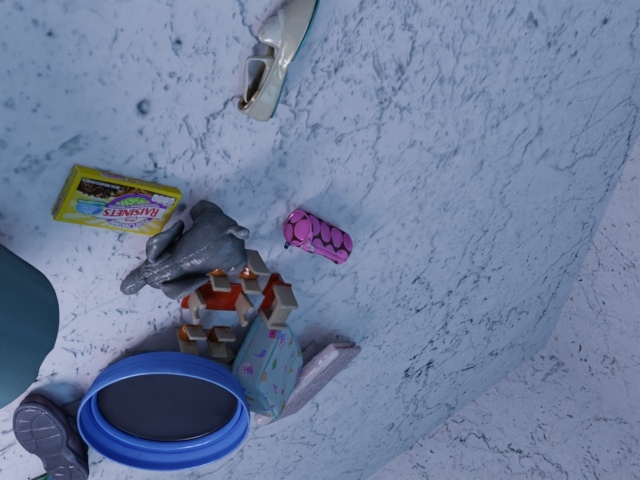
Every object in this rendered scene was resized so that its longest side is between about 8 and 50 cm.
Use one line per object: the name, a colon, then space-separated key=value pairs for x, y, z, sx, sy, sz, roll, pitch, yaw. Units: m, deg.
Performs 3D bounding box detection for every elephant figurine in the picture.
elephant figurine: x=-0.268 y=0.042 z=1.096 sx=0.239 sy=0.169 sz=0.186 roll=-30 pitch=146 yaw=-21

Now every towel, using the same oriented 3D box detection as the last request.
towel: x=-0.029 y=0.439 z=1.790 sx=0.332 sy=0.053 sz=0.317 roll=-46 pitch=162 yaw=7

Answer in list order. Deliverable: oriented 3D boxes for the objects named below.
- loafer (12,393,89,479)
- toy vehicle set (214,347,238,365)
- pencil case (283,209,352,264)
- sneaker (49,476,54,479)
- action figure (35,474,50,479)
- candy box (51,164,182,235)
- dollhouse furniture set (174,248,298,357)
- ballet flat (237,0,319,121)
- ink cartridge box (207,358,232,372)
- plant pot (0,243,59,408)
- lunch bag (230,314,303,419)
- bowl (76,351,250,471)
loafer: x=-0.601 y=0.437 z=1.288 sx=0.109 sy=0.095 sz=0.302 roll=-7 pitch=127 yaw=-1
toy vehicle set: x=-0.251 y=0.409 z=1.623 sx=0.166 sy=0.035 sz=0.267 roll=-41 pitch=145 yaw=-1
pencil case: x=0.000 y=0.000 z=1.373 sx=0.095 sy=0.098 sz=0.209 roll=-52 pitch=145 yaw=13
sneaker: x=-0.631 y=0.606 z=1.375 sx=0.069 sy=0.082 sz=0.209 roll=47 pitch=64 yaw=-36
action figure: x=-0.741 y=0.656 z=1.391 sx=0.232 sy=0.063 sz=0.137 roll=-19 pitch=129 yaw=-34
candy box: x=-0.359 y=-0.065 z=1.019 sx=0.206 sy=0.027 sz=0.105 roll=11 pitch=123 yaw=-49
dollhouse furniture set: x=-0.196 y=0.135 z=1.338 sx=0.259 sy=0.135 sz=0.262 roll=9 pitch=121 yaw=-35
ballet flat: x=-0.082 y=-0.319 z=0.977 sx=0.086 sy=0.086 sz=0.248 roll=-4 pitch=131 yaw=-42
ink cartridge box: x=-0.281 y=0.414 z=1.522 sx=0.189 sy=0.066 sz=0.232 roll=-46 pitch=141 yaw=6
plant pot: x=-0.560 y=0.087 z=0.757 sx=0.341 sy=0.341 sz=0.334 roll=-39 pitch=154 yaw=-4
lunch bag: x=-0.138 y=0.340 z=1.534 sx=0.279 sy=0.108 sz=0.224 roll=77 pitch=29 yaw=-54
bowl: x=-0.361 y=0.407 z=1.343 sx=0.391 sy=0.077 sz=0.391 roll=-4 pitch=129 yaw=-5
